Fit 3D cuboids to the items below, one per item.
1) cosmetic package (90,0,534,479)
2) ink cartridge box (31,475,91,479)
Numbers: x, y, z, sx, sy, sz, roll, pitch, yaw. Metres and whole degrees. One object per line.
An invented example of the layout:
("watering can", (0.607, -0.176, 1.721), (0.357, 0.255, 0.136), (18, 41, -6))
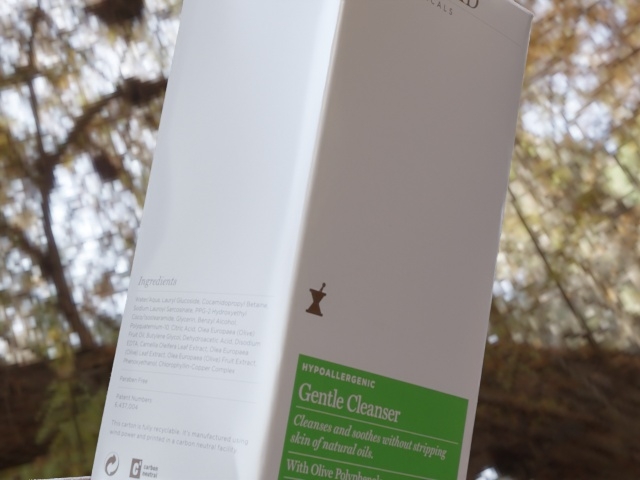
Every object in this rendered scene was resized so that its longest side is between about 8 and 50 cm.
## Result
("cosmetic package", (0.000, 0.000, 0.886), (0.155, 0.366, 0.197), (2, -11, 43))
("ink cartridge box", (-0.299, 0.271, 1.311), (0.238, 0.060, 0.275), (-3, -17, 4))
